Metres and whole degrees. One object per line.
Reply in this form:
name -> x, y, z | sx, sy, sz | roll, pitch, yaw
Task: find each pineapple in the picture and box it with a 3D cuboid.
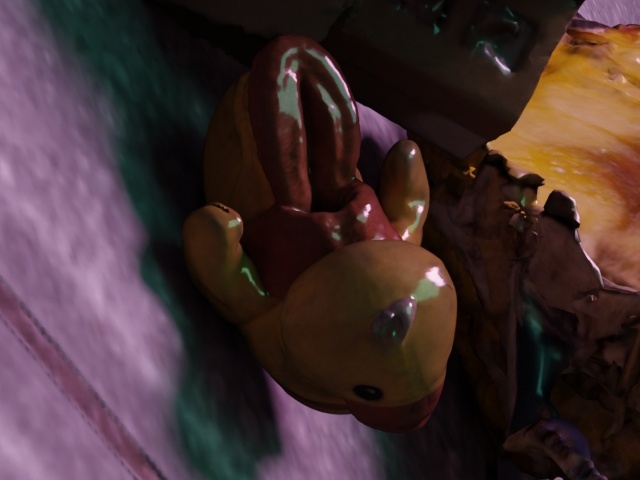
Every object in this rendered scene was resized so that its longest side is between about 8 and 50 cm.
pineapple -> 0.096, 0.031, 0.628 | 0.158, 0.161, 0.334 | 8, 34, -20

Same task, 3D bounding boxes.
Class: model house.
model house -> -0.019, -0.153, 0.526 | 0.248, 0.176, 0.181 | 28, -9, -10

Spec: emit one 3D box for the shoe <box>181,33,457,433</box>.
shoe -> -0.003, -0.001, 0.469 | 0.069, 0.072, 0.109 | 109, -22, -58
